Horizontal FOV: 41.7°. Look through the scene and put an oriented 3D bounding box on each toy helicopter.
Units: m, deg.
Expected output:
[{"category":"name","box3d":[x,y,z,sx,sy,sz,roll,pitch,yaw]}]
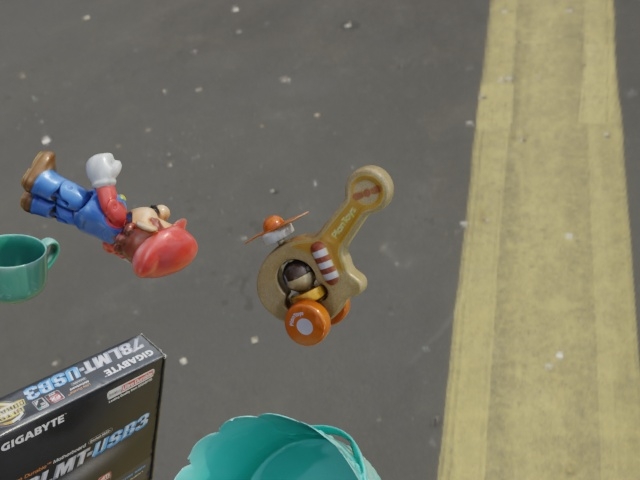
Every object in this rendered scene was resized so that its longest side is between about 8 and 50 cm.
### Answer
[{"category":"toy helicopter","box3d":[0.000,0.000,1.520,0.235,0.355,0.140,39,26,8]}]

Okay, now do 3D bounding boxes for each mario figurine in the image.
[{"category":"mario figurine","box3d":[-0.366,-0.053,1.524,0.320,0.198,0.170,28,88,-4]}]

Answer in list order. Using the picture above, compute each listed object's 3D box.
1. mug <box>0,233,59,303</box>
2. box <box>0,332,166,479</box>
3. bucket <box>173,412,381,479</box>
[{"category":"mug","box3d":[-0.571,0.059,1.593,0.157,0.097,0.129,-4,30,-22]},{"category":"box","box3d":[-0.373,0.315,1.245,0.073,0.293,0.295,35,39,28]},{"category":"bucket","box3d":[-0.045,0.370,1.116,0.281,0.183,0.281,-7,69,19]}]
